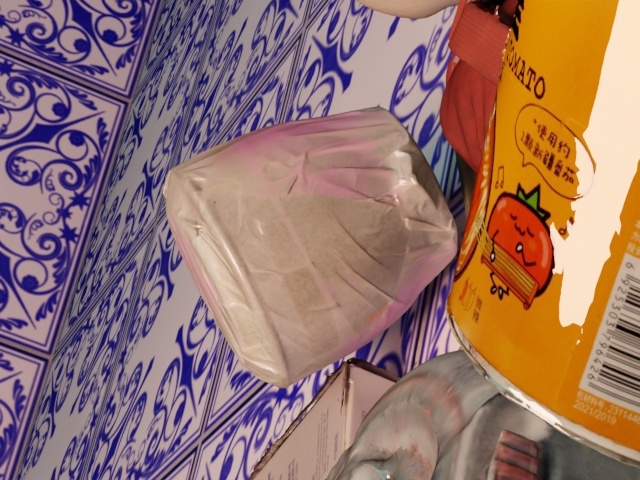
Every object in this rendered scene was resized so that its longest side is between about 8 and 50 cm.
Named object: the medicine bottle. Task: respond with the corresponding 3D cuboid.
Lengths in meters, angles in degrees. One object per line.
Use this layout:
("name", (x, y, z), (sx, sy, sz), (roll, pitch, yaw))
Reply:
("medicine bottle", (-0.007, 0.202, 1.151), (0.171, 0.052, 0.201), (-55, 20, 40))

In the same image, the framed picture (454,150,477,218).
("framed picture", (0.145, -0.150, 1.068), (0.240, 0.020, 0.324), (-92, 18, -58))

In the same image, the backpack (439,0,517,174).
("backpack", (0.143, -0.096, 0.845), (0.229, 0.139, 0.229), (-39, 39, 43))

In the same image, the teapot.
("teapot", (0.006, 0.009, 1.192), (0.163, 0.178, 0.221), (58, 170, 32))

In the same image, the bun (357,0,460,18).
("bun", (0.087, -0.242, 1.313), (0.173, 0.120, 0.172), (-20, 56, 32))

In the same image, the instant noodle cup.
("instant noodle cup", (0.150, -0.022, 0.646), (0.216, 0.216, 0.172), (-104, 30, -66))

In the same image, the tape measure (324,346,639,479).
("tape measure", (0.064, 0.170, 0.763), (0.275, 0.147, 0.256), (-91, 27, -59))
